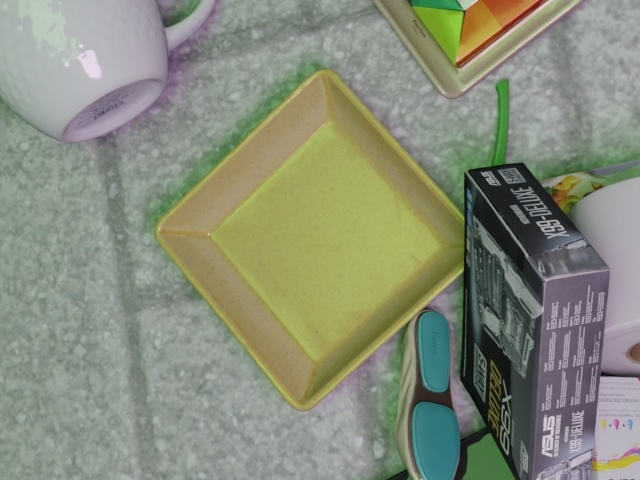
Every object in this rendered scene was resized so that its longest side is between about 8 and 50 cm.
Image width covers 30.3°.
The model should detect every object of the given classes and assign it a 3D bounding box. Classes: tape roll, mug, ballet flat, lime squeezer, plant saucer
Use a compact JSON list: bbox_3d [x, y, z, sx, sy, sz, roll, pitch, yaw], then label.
[{"bbox_3d":[0.407,0.047,1.344,0.246,0.246,0.169,-7,66,16],"label":"tape roll"},{"bbox_3d":[-0.319,-0.334,1.616,0.374,0.276,0.328,-28,83,-19],"label":"mug"},{"bbox_3d":[0.127,0.207,1.480,0.086,0.086,0.248,-4,56,16],"label":"ballet flat"},{"bbox_3d":[0.275,-0.051,1.519,0.110,0.059,0.310,-27,76,-20],"label":"lime squeezer"},{"bbox_3d":[0.000,0.000,1.572,0.333,0.081,0.333,-43,76,8],"label":"plant saucer"}]

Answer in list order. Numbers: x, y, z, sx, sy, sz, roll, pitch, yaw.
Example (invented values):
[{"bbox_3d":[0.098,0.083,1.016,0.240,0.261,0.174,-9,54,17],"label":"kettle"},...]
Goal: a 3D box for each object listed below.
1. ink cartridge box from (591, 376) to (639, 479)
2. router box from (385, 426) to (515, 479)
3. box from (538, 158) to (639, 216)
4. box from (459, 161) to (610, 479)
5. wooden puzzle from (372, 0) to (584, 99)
[{"bbox_3d":[0.350,0.257,1.387,0.128,0.127,0.176,3,73,-15],"label":"ink cartridge box"},{"bbox_3d":[0.214,0.406,1.476,0.243,0.081,0.308,-29,78,12],"label":"router box"},{"bbox_3d":[0.358,-0.057,1.443,0.324,0.067,0.063,-12,81,1],"label":"box"},{"bbox_3d":[0.233,0.103,1.334,0.077,0.242,0.307,-9,122,-9],"label":"box"},{"bbox_3d":[0.200,-0.339,1.558,0.239,0.044,0.221,-36,77,11],"label":"wooden puzzle"}]
